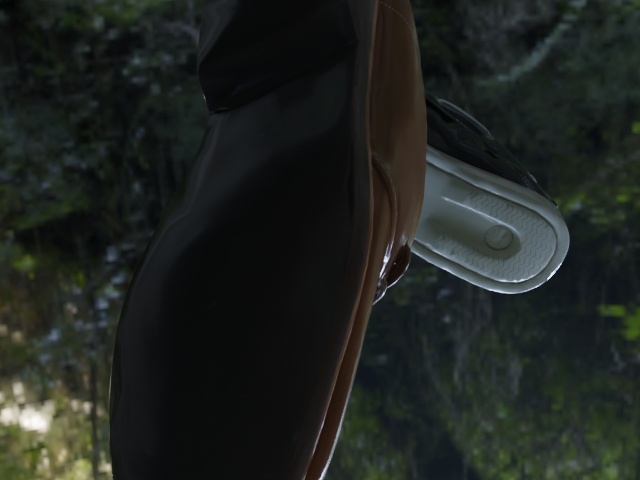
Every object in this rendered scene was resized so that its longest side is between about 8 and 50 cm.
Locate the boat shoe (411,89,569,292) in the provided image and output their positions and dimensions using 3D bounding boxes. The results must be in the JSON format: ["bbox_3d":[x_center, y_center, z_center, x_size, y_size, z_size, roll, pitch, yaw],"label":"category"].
[{"bbox_3d":[0.033,-0.055,0.819,0.233,0.084,0.079,31,-152,-16],"label":"boat shoe"}]

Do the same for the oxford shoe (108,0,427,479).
[{"bbox_3d":[0.000,0.000,0.405,0.076,0.076,0.212,-12,-130,33],"label":"oxford shoe"}]
